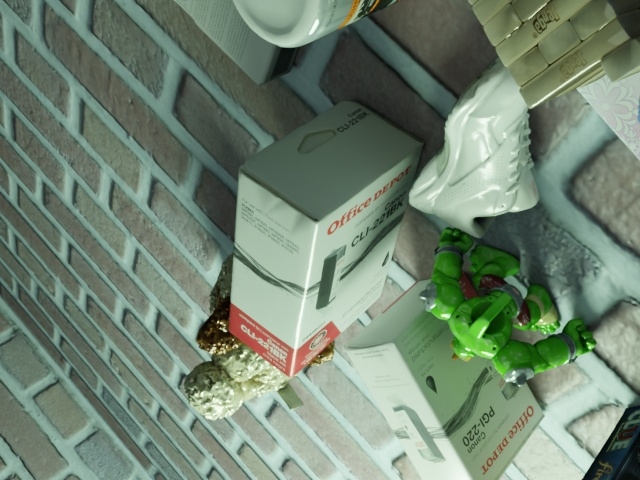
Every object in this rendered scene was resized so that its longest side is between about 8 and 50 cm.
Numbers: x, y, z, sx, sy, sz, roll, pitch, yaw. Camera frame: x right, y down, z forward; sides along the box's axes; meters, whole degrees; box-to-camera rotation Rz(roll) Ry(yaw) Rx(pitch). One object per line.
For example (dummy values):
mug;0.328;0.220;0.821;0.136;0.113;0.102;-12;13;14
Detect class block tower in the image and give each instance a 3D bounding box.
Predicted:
block tower;0.125;-0.252;0.485;0.335;0.091;0.097;61;146;5

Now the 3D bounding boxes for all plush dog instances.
plush dog;-0.094;0.112;1.045;0.210;0.262;0.225;0;135;10

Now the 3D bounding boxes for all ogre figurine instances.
ogre figurine;0.187;0.074;0.758;0.197;0.118;0.097;54;143;2

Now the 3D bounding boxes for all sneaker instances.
sneaker;0.175;-0.087;0.685;0.115;0.090;0.232;37;150;12

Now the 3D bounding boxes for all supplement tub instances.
supplement tub;0.019;-0.254;0.623;0.117;0.190;0.117;29;137;30

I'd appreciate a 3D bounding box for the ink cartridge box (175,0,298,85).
ink cartridge box;-0.096;-0.351;0.782;0.239;0.060;0.275;46;143;12

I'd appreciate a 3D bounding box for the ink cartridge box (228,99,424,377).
ink cartridge box;0.000;0.000;0.838;0.114;0.197;0.273;33;139;23

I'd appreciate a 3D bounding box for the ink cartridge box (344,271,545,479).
ink cartridge box;0.152;0.172;0.839;0.092;0.158;0.218;-18;105;51

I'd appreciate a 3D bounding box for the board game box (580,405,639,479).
board game box;0.367;0.315;0.714;0.243;0.165;0.042;53;143;0

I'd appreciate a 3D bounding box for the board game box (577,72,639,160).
board game box;0.285;-0.201;0.449;0.319;0.066;0.318;54;144;13
